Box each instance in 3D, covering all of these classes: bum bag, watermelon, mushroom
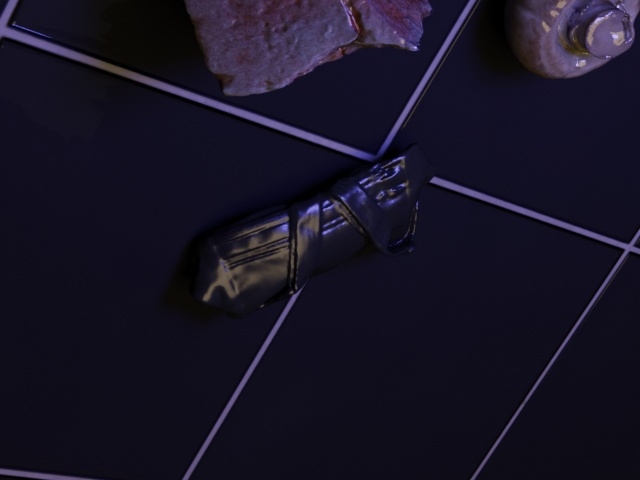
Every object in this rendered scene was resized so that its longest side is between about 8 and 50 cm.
[{"bbox_3d":[0.000,0.000,1.616,0.326,0.079,0.142,-25,130,-16],"label":"bum bag"},{"bbox_3d":[-0.010,-0.250,1.335,0.193,0.231,0.310,-15,159,21],"label":"watermelon"},{"bbox_3d":[0.286,-0.258,1.582,0.166,0.127,0.166,-15,123,-26],"label":"mushroom"}]
